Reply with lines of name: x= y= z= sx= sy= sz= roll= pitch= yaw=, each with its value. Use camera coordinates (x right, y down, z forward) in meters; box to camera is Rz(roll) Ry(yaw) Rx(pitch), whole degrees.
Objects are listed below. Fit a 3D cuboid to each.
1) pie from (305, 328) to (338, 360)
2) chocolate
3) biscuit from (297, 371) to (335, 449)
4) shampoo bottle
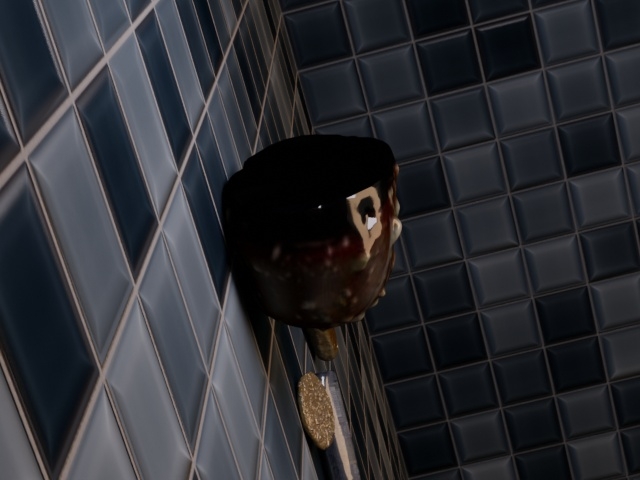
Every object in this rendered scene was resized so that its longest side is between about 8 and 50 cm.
pie: x=-0.011 y=0.110 z=2.189 sx=0.195 sy=0.046 sz=0.195 roll=-15 pitch=90 yaw=-86
chocolate: x=0.000 y=0.000 z=1.670 sx=0.340 sy=0.225 sz=0.210 roll=-82 pitch=166 yaw=-69
biscuit: x=-0.006 y=0.254 z=1.876 sx=0.120 sy=0.015 sz=0.120 roll=53 pitch=27 yaw=-43
shampoo bottle: x=0.025 y=0.321 z=1.965 sx=0.087 sy=0.049 sz=0.233 roll=22 pitch=53 yaw=-75
